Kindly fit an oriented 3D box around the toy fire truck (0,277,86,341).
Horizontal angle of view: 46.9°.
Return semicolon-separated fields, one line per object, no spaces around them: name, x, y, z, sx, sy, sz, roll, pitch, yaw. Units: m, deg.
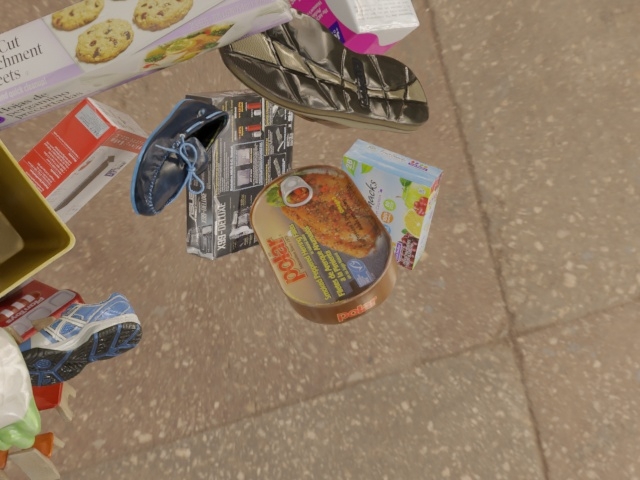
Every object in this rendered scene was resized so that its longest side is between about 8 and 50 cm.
toy fire truck;-0.655;0.180;1.483;0.302;0.254;0.169;-40;125;-36

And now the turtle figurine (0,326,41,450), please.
turtle figurine;-0.256;0.144;0.302;0.275;0.266;0.198;50;120;10

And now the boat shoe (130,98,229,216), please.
boat shoe;-0.216;-0.142;1.158;0.089;0.109;0.258;10;53;10

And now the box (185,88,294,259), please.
box;-0.153;-0.137;1.445;0.076;0.242;0.307;14;111;34

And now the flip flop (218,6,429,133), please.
flip flop;0.005;-0.169;0.799;0.277;0.080;0.112;7;71;-41

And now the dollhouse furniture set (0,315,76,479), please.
dollhouse furniture set;-0.538;0.257;1.188;0.259;0.262;0.135;-13;137;3

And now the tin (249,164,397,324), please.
tin;0.000;0.000;0.675;0.106;0.190;0.040;-23;133;-5

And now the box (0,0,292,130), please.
box;-0.187;-0.181;0.668;0.324;0.063;0.067;-17;87;11

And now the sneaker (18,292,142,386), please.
sneaker;-0.361;0.143;1.059;0.211;0.081;0.080;-19;140;-7

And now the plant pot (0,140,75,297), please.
plant pot;-0.498;-0.013;1.010;0.212;0.187;0.212;-39;102;-24

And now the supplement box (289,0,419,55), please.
supplement box;0.025;-0.355;0.982;0.114;0.111;0.220;-19;85;-35

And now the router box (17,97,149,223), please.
router box;-0.497;-0.135;1.459;0.301;0.335;0.082;-43;95;2

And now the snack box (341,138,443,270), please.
snack box;0.121;-0.065;1.379;0.174;0.070;0.207;24;135;17
